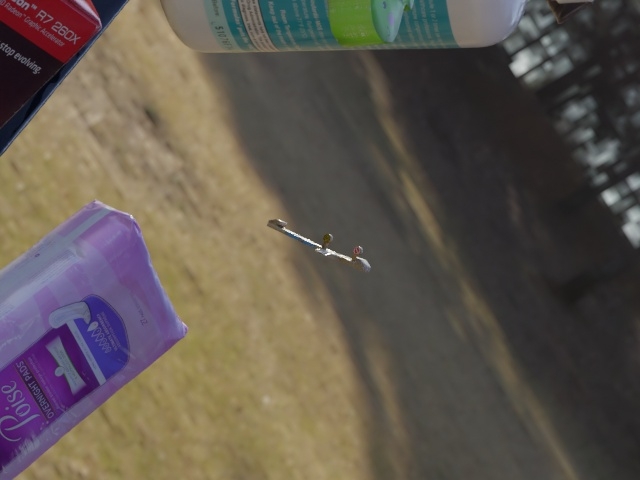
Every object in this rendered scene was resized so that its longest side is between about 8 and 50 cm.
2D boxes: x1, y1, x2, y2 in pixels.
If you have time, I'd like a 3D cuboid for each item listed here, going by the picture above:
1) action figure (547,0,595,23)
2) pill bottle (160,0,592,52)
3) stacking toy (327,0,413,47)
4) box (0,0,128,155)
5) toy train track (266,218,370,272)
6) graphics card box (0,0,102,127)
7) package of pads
[{"bbox_3d":[0.130,-0.308,1.431,0.285,0.099,0.185,40,37,-4],"label":"action figure"},{"bbox_3d":[0.038,-0.191,1.128,0.146,0.264,0.146,1,90,-77],"label":"pill bottle"},{"bbox_3d":[0.087,-0.169,0.591,0.052,0.167,0.221,28,66,-56],"label":"stacking toy"},{"bbox_3d":[-0.333,-0.184,1.448,0.179,0.312,0.343,54,39,-22],"label":"box"},{"bbox_3d":[0.000,0.000,1.229,0.083,0.014,0.048,25,4,31],"label":"toy train track"},{"bbox_3d":[-0.343,-0.083,1.139,0.094,0.371,0.233,54,10,34],"label":"graphics card box"},{"bbox_3d":[-0.083,0.031,0.540,0.032,0.083,0.050,28,-31,46],"label":"package of pads"}]
